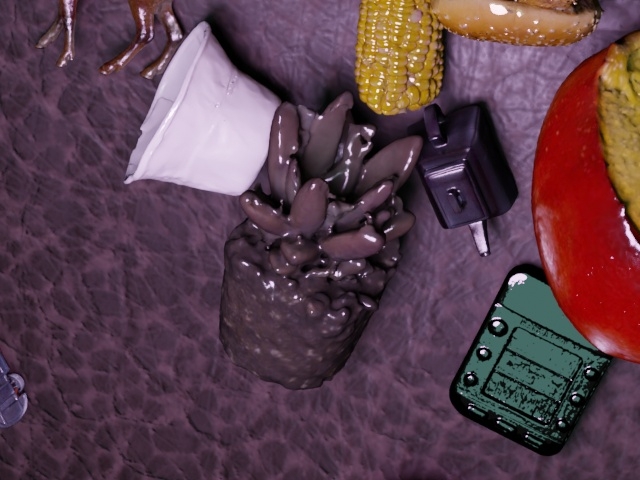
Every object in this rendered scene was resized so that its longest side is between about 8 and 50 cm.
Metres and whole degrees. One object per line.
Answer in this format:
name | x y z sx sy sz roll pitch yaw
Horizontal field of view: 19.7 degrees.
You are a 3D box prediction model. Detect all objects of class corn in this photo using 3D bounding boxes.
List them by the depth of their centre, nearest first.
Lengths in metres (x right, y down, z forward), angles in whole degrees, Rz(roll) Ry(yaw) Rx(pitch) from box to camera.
corn | 0.092 -0.270 1.911 0.101 0.101 0.291 12 110 11

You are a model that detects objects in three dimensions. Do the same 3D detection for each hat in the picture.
hat | -0.118 -0.124 1.991 0.126 0.203 0.203 25 115 -11

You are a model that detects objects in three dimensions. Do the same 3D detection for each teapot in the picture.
teapot | 0.146 -0.063 1.954 0.087 0.096 0.177 -15 119 20

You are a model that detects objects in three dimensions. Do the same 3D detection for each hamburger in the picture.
hamburger | 0.201 -0.251 1.827 0.182 0.191 0.117 -5 100 -20

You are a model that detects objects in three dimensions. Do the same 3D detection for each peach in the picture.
peach | 0.347 -0.050 1.832 0.281 0.281 0.338 7 111 13

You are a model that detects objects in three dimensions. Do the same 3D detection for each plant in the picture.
plant | 0.000 0.000 1.964 0.182 0.194 0.320 29 133 8

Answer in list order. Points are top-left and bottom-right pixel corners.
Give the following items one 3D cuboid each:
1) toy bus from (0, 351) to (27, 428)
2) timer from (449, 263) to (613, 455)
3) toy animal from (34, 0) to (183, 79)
toy bus | -0.423 0.148 2.214 0.077 0.079 0.174 -16 105 29
timer | 0.238 0.132 2.040 0.144 0.055 0.187 27 110 3
toy animal | -0.252 -0.317 2.007 0.244 0.087 0.260 11 111 -3
